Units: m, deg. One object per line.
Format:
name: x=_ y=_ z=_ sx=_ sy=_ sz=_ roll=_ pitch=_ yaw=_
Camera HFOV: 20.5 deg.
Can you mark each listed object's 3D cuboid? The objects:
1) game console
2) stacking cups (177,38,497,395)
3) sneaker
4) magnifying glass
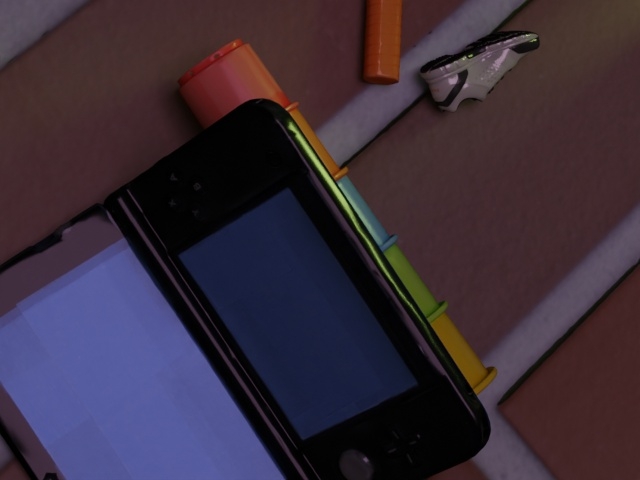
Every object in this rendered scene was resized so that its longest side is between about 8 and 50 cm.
game console: x=-0.075 y=0.094 z=1.227 sx=0.293 sy=0.250 sz=0.173 roll=56 pitch=41 yaw=-4
stacking cups: x=0.000 y=0.000 z=1.317 sx=0.096 sy=0.096 sz=0.316 roll=-37 pitch=91 yaw=-23
sneaker: x=0.130 y=-0.137 z=1.418 sx=0.109 sy=0.040 sz=0.043 roll=-25 pitch=106 yaw=-20
magnifying glass: x=0.053 y=-0.237 z=1.410 sx=0.092 sy=0.026 sz=0.231 roll=8 pitch=78 yaw=-20
